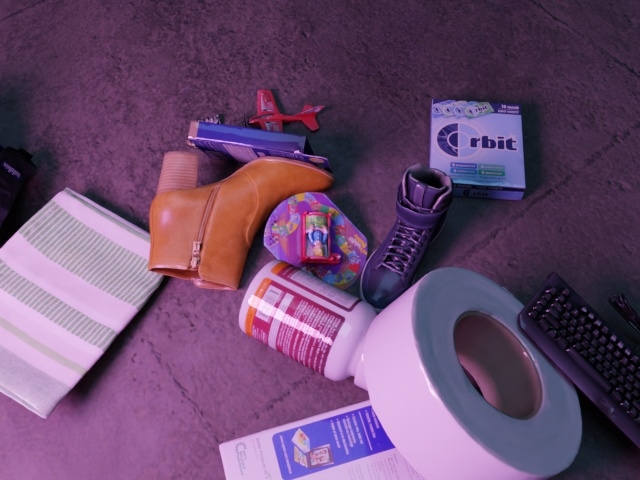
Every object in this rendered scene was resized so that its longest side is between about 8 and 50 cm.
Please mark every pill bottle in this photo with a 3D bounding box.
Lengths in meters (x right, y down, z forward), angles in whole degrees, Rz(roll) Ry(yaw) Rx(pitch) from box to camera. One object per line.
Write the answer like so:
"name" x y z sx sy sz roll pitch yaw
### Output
"pill bottle" 0.005 0.124 1.008 0.221 0.121 0.121 26 63 17

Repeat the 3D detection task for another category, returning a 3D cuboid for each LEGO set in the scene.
"LEGO set" -0.207 -0.201 1.272 0.054 0.023 0.083 11 59 8

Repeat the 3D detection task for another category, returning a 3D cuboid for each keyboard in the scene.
"keyboard" 0.424 0.166 0.967 0.317 0.033 0.201 46 51 6

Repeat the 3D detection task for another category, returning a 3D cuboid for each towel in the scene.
"towel" -0.397 0.073 1.063 0.247 0.038 0.325 28 52 11

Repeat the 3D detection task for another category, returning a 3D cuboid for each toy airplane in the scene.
"toy airplane" -0.067 -0.222 1.278 0.151 0.028 0.151 -1 52 2

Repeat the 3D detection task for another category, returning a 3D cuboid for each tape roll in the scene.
"tape roll" 0.194 0.176 0.900 0.286 0.100 0.286 24 42 -24

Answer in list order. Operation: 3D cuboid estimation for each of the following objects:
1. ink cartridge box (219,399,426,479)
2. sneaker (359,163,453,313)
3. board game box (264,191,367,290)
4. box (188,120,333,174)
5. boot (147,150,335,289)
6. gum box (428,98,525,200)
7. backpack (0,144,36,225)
"ink cartridge box" 0.047 0.304 0.930 0.332 0.065 0.165 -15 59 -6
"sneaker" 0.128 -0.011 1.066 0.086 0.163 0.226 26 64 15
"board game box" 0.000 0.000 1.097 0.169 0.033 0.133 47 68 -2
"box" -0.091 -0.151 1.173 0.225 0.136 0.037 10 85 7
"boot" -0.122 -0.025 1.132 0.295 0.104 0.211 4 74 -13
"gum box" 0.266 -0.159 1.222 0.156 0.041 0.184 4 59 4
"backpack" -0.606 -0.081 1.075 0.213 0.276 0.263 -29 50 15
